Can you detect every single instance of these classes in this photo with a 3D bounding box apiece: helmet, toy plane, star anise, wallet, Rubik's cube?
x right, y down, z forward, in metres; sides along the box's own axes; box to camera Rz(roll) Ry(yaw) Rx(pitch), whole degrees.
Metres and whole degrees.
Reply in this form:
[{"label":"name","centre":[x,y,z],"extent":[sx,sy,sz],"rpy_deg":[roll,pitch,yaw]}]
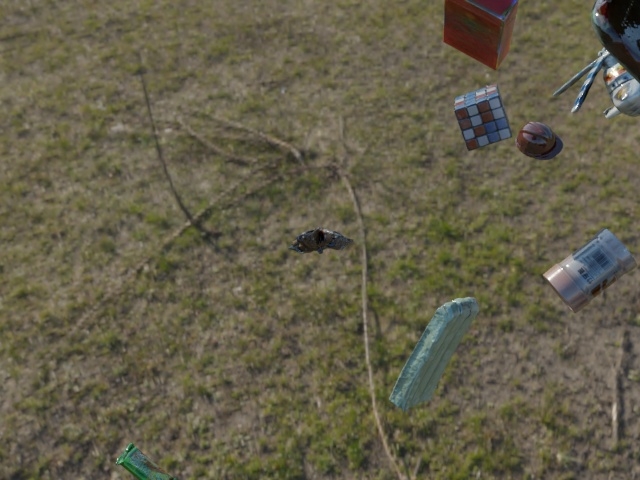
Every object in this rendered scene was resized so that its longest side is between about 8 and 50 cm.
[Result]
[{"label":"helmet","centre":[0.500,-0.240,1.886],"extent":[0.111,0.057,0.089],"rpy_deg":[34,72,31]},{"label":"toy plane","centre":[0.414,-0.221,1.109],"extent":[0.182,0.107,0.273],"rpy_deg":[-38,2,16]},{"label":"star anise","centre":[0.009,0.001,1.733],"extent":[0.129,0.124,0.056],"rpy_deg":[-1,78,-20]},{"label":"wallet","centre":[0.293,-0.206,0.692],"extent":[0.031,0.137,0.255],"rpy_deg":[-32,22,47]},{"label":"Rubik's cube","centre":[0.324,-0.247,1.644],"extent":[0.092,0.092,0.092],"rpy_deg":[-17,22,16]}]

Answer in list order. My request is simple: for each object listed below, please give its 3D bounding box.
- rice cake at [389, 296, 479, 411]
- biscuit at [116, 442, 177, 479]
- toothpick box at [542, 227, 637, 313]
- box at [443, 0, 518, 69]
[{"label":"rice cake","centre":[0.191,0.185,1.363],"extent":[0.038,0.211,0.124],"rpy_deg":[37,21,27]},{"label":"biscuit","centre":[-0.254,0.335,1.198],"extent":[0.089,0.016,0.046],"rpy_deg":[40,29,0]},{"label":"toothpick box","centre":[0.519,0.058,1.587],"extent":[0.149,0.098,0.098],"rpy_deg":[-40,39,7]},{"label":"box","centre":[0.258,-0.360,1.343],"extent":[0.112,0.175,0.048],"rpy_deg":[33,82,13]}]
